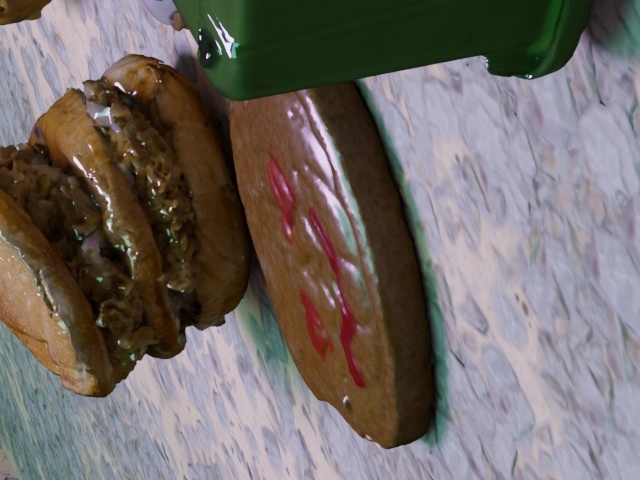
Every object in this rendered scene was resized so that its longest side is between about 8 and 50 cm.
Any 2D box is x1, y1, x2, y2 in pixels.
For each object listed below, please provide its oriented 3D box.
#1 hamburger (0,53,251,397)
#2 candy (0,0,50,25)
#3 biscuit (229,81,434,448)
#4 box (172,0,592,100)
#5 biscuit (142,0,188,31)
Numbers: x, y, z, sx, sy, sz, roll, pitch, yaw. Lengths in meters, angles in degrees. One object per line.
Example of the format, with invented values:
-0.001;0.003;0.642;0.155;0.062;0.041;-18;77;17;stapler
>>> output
-0.169;-0.011;1.435;0.245;0.211;0.260;45;156;41;hamburger
-0.339;-0.323;1.727;0.260;0.118;0.260;43;160;20;candy
-0.002;0.001;1.203;0.257;0.049;0.273;-151;46;-67;biscuit
0.002;-0.223;0.714;0.253;0.177;0.329;58;159;34;box
-0.116;-0.243;1.300;0.208;0.049;0.181;171;80;-75;biscuit
